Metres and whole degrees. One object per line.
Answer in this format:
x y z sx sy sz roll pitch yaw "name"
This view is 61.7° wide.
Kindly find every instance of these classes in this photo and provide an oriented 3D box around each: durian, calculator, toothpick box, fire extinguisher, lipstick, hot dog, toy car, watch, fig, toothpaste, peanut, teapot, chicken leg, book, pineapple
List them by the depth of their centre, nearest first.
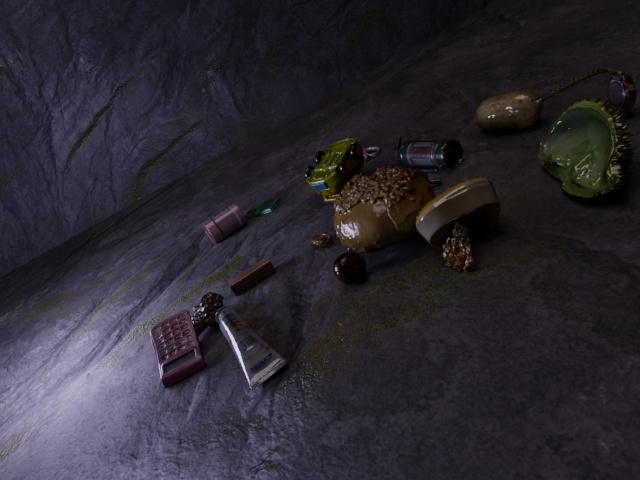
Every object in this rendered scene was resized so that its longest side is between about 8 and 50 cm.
0.332 0.010 1.247 0.077 0.114 0.114 -15 26 -17 "pineapple"
0.648 -0.228 1.310 0.198 0.163 0.394 -22 32 18 "durian"
-0.188 0.257 1.342 0.100 0.066 0.323 -35 31 -14 "toothpaste"
0.066 0.079 1.414 0.089 0.089 0.125 -41 3 -25 "fig"
-0.382 0.286 1.434 0.126 0.034 0.190 -29 54 1 "calculator"
0.727 -0.374 1.477 0.268 0.165 0.102 -24 24 2 "watch"
-0.337 0.234 1.526 0.125 0.080 0.196 -24 31 33 "chicken leg"
-0.212 0.111 1.653 0.145 0.045 0.045 -33 23 -8 "lipstick"
0.000 0.000 1.660 0.058 0.035 0.083 -37 26 -26 "hot dog"
0.320 -0.173 1.661 0.110 0.085 0.080 1 1 -4 "teapot"
0.607 -0.417 1.743 0.253 0.137 0.122 0 82 46 "peanut"
0.337 -0.291 1.806 0.093 0.118 0.294 -1 9 -34 "fire extinguisher"
0.067 -0.251 1.943 0.200 0.142 0.248 -1 46 45 "toy car"
-0.373 -0.066 2.086 0.149 0.098 0.098 -35 26 -17 "toothpick box"
-0.236 -0.131 2.166 0.135 0.017 0.103 -14 28 28 "book"

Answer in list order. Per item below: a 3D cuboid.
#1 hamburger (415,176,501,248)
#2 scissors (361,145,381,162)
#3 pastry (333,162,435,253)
0.334 -0.067 1.307 0.210 0.173 0.116 -28 54 7 "hamburger"
0.156 -0.366 2.198 0.118 0.031 0.242 -30 27 -7 "scissors"
0.160 -0.099 1.470 0.284 0.184 0.315 -36 16 -15 "pastry"
